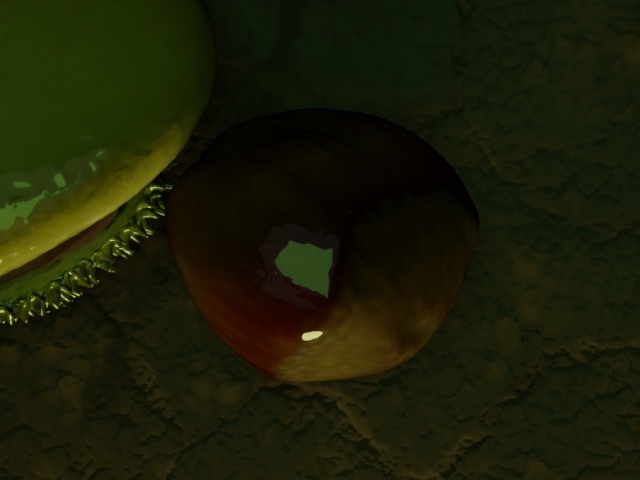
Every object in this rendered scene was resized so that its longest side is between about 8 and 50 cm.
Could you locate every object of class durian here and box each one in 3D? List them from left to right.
[{"bbox_3d":[-0.186,-0.007,1.319,0.220,0.095,0.137,-42,61,-4],"label":"durian"}]

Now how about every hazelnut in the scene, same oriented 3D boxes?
[{"bbox_3d":[-0.002,0.006,1.283,0.210,0.210,0.186,-21,111,2],"label":"hazelnut"}]

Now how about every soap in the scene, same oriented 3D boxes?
[{"bbox_3d":[-0.278,-0.084,1.268,0.427,0.115,0.306,-29,50,-11],"label":"soap"}]
